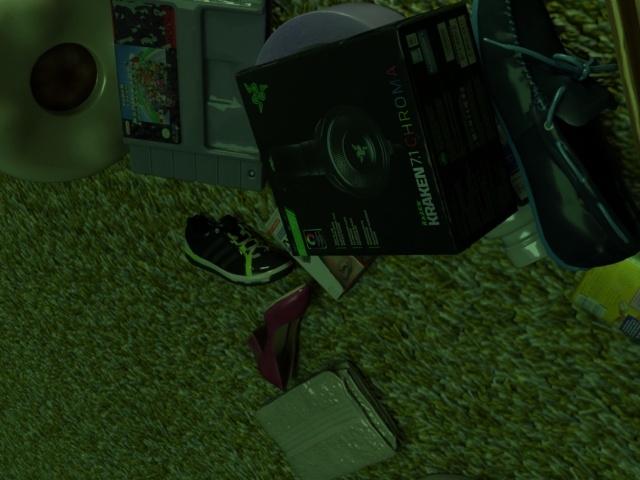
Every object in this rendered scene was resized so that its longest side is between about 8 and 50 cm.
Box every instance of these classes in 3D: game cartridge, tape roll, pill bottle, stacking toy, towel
[{"bbox_3d":[-0.190,-0.247,1.125,0.230,0.068,0.354,6,124,4],"label":"game cartridge"},{"bbox_3d":[0.037,-0.180,1.036,0.275,0.090,0.274,17,121,31],"label":"tape roll"},{"bbox_3d":[0.227,-0.066,0.935,0.112,0.112,0.186,-31,92,42],"label":"pill bottle"},{"bbox_3d":[-0.516,-0.337,1.272,0.480,0.351,0.350,35,130,38],"label":"stacking toy"},{"bbox_3d":[0.008,0.335,1.344,0.187,0.049,0.282,54,132,3],"label":"towel"}]

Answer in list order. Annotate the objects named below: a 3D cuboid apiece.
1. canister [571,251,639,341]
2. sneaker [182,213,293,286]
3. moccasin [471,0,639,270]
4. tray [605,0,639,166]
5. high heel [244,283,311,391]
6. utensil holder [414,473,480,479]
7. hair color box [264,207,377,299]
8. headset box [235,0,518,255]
[{"bbox_3d":[0.402,0.066,0.897,0.170,0.073,0.126,33,128,21],"label":"canister"},{"bbox_3d":[-0.152,0.008,1.275,0.235,0.084,0.097,13,118,32],"label":"sneaker"},{"bbox_3d":[0.279,-0.139,0.836,0.117,0.138,0.341,-14,103,53],"label":"moccasin"},{"bbox_3d":[0.385,-0.280,0.736,0.203,0.076,0.410,-6,109,38],"label":"tray"},{"bbox_3d":[-0.052,0.167,1.276,0.117,0.082,0.244,53,136,12],"label":"high heel"},{"bbox_3d":[0.161,0.604,1.139,0.328,0.385,0.327,18,122,30],"label":"utensil holder"},{"bbox_3d":[0.000,0.000,1.179,0.167,0.053,0.093,44,130,9],"label":"hair color box"},{"bbox_3d":[0.053,-0.117,0.889,0.283,0.131,0.246,-1,112,47],"label":"headset box"}]
